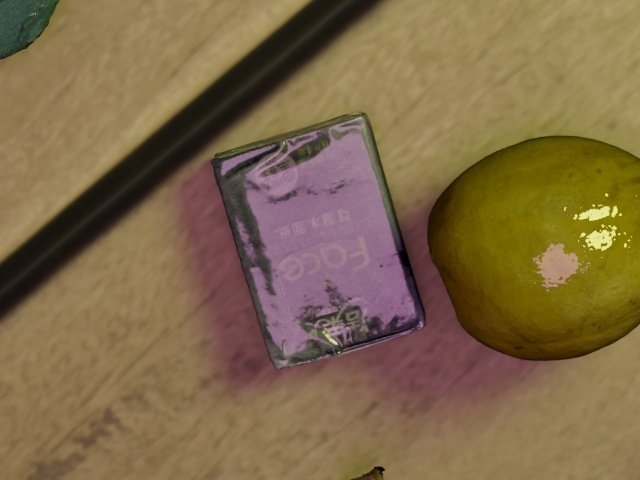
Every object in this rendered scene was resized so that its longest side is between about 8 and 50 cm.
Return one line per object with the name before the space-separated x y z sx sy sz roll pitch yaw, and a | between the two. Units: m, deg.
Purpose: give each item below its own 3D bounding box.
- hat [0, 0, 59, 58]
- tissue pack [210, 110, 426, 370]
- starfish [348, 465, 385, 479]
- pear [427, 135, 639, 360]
hat | -0.230 -0.217 1.297 0.138 0.078 0.191 19 118 8
tissue pack | 0.000 0.000 1.327 0.112 0.051 0.156 -16 97 5
starfish | 0.038 0.229 1.349 0.189 0.074 0.146 -18 99 6
pear | 0.155 0.005 1.273 0.162 0.149 0.149 -13 98 5
